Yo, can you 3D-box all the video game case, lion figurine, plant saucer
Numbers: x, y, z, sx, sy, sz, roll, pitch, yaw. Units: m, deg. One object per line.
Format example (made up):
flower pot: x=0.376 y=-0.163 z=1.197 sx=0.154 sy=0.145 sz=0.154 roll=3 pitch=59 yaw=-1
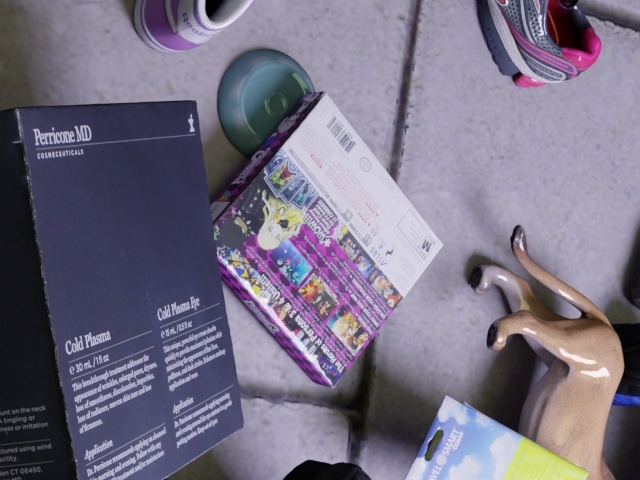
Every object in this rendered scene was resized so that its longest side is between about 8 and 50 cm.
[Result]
video game case: x=0.000 y=0.000 z=1.540 sx=0.210 sy=0.041 sz=0.232 roll=-52 pitch=119 yaw=-21
lion figurine: x=0.263 y=0.199 z=1.641 sx=0.240 sy=0.142 sz=0.392 roll=16 pitch=88 yaw=-16
plant saucer: x=-0.049 y=-0.140 z=1.539 sx=0.119 sy=0.021 sz=0.119 roll=1 pitch=88 yaw=-32

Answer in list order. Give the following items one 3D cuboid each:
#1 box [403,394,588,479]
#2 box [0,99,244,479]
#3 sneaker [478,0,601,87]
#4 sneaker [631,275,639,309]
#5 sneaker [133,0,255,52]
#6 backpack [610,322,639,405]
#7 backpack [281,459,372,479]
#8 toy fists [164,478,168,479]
box: x=0.175 y=0.244 z=1.527 sx=0.178 sy=0.042 sz=0.109 roll=30 pitch=79 yaw=-11
box: x=-0.222 y=0.049 z=1.243 sx=0.343 sy=0.178 sz=0.313 roll=-17 pitch=100 yaw=-72
sneaker: x=0.218 y=-0.315 z=1.653 sx=0.121 sy=0.112 sz=0.299 roll=-41 pitch=108 yaw=-25
sneaker: x=0.502 y=0.063 z=1.821 sx=0.267 sy=0.101 sz=0.106 roll=19 pitch=77 yaw=-30
sneaker: x=-0.079 y=-0.320 z=1.447 sx=0.102 sy=0.161 sz=0.282 roll=20 pitch=77 yaw=-27
backpack: x=0.389 y=0.150 z=1.738 sx=0.101 sy=0.120 sz=0.098 roll=22 pitch=77 yaw=-29
backpack: x=-0.078 y=0.415 z=1.389 sx=0.355 sy=0.273 sz=0.290 roll=-49 pitch=125 yaw=-44
toy fists: x=-0.243 y=0.301 z=1.345 sx=0.279 sy=0.142 sz=0.096 roll=-34 pitch=121 yaw=-27
